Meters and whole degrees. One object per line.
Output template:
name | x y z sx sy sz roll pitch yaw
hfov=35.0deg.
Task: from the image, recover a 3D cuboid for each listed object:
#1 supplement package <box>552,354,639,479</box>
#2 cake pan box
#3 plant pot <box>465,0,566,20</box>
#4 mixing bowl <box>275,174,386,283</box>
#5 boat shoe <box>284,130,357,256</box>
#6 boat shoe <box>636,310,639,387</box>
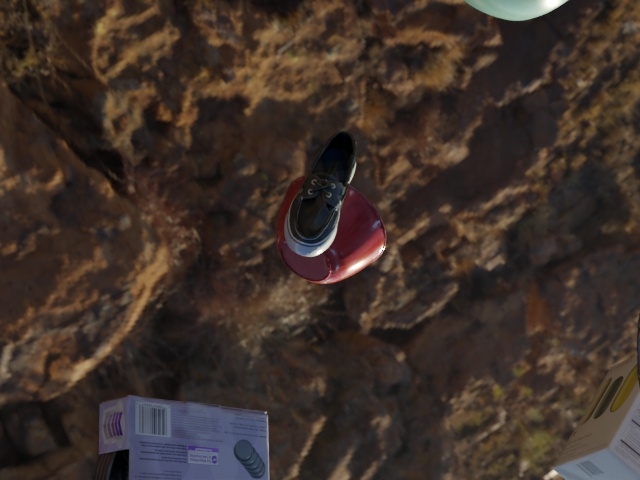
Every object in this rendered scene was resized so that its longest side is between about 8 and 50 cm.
supplement package | 0.611 0.368 1.893 0.263 0.198 0.199 -50 179 -29
cake pan box | -0.173 0.335 1.309 0.070 0.246 0.266 -20 156 36
plant pot | 0.297 -0.489 1.579 0.293 0.293 0.235 -39 128 8
mixing bowl | 0.000 0.000 1.557 0.098 0.181 0.181 -54 165 -39
boat shoe | 0.001 -0.046 0.930 0.049 0.142 0.040 16 137 4
boat shoe | 0.424 0.190 1.184 0.102 0.092 0.285 -22 116 -11
